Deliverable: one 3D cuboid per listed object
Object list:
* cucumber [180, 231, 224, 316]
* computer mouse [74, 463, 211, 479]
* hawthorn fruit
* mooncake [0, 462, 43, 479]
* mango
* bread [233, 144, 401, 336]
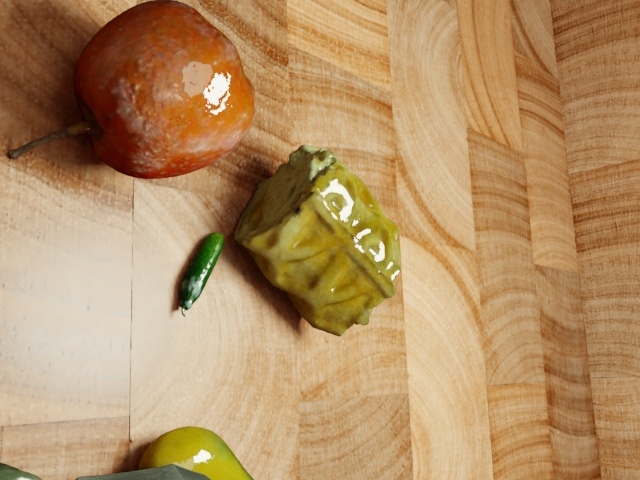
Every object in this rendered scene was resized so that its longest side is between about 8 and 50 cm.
[{"bbox_3d":[-0.182,0.045,1.047,0.037,0.037,0.155,45,50,-33],"label":"cucumber"},{"bbox_3d":[-0.222,0.348,0.839,0.231,0.071,0.126,2,97,-17],"label":"computer mouse"},{"bbox_3d":[-0.207,-0.184,0.918,0.231,0.235,0.262,37,54,-36],"label":"hawthorn fruit"},{"bbox_3d":[-0.358,0.326,0.729,0.168,0.104,0.175,30,62,-45],"label":"mooncake"},{"bbox_3d":[-0.158,0.358,0.962,0.137,0.091,0.237,-50,118,-35],"label":"mango"},{"bbox_3d":[0.005,-0.004,1.154,0.252,0.196,0.238,41,52,-32],"label":"bread"}]
